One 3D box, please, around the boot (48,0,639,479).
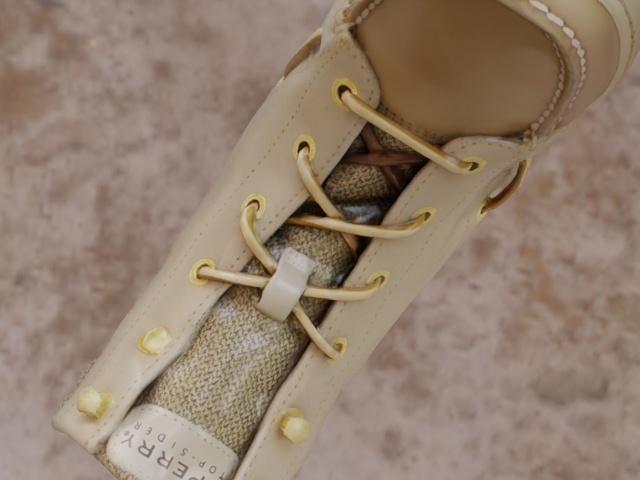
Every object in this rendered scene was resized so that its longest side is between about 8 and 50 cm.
[{"bbox_3d":[0.000,0.000,0.612,0.095,0.262,0.203,36,74,-4],"label":"boot"}]
